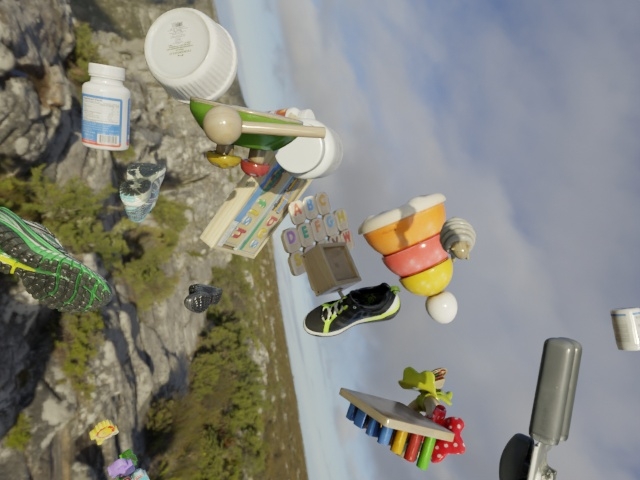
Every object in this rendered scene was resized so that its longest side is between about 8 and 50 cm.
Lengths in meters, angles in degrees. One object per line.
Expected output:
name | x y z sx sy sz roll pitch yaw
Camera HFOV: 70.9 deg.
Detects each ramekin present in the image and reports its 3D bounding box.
ramekin | -0.308 -0.432 1.048 0.109 0.207 0.207 14 64 -77

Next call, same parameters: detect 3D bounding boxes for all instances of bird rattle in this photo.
bird rattle | 0.253 0.448 1.092 0.207 0.143 0.254 -55 -167 21

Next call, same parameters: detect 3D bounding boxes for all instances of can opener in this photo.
can opener | 0.353 0.295 0.743 0.095 0.075 0.284 9 -91 47

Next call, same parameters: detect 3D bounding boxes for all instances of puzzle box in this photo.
puzzle box | -0.141 -0.134 1.278 0.052 0.409 0.272 38 4 18

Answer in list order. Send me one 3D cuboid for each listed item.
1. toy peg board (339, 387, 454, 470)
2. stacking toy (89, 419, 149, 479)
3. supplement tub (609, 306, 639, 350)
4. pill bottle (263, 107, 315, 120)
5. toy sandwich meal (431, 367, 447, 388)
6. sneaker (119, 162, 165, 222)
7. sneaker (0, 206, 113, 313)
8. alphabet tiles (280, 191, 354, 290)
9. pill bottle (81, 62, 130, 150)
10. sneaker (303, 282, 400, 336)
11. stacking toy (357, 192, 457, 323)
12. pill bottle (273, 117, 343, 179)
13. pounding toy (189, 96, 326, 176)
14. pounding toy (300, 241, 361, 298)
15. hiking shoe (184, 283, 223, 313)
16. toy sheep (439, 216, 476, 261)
toy peg board | 0.128 0.353 0.837 0.161 0.160 0.079 4 -107 63
stacking toy | -0.406 0.499 0.965 0.167 0.052 0.221 45 -25 36
supplement tub | 0.817 0.233 1.194 0.071 0.070 0.107 119 -34 -81
pill bottle | -0.132 -0.412 1.621 0.121 0.216 0.121 -1 90 -66
toy sandwich meal | 0.335 0.401 1.300 0.086 0.085 0.029 85 -16 -47
sneaker | -0.564 -0.157 1.425 0.283 0.110 0.122 -93 -170 -58
sneaker | -0.628 0.036 1.037 0.343 0.134 0.146 43 16 -22
alphabet tiles | 0.000 0.000 1.373 0.021 0.284 0.278 -6 -78 45
pill bottle | -0.596 -0.370 1.253 0.124 0.124 0.222 -119 -144 -72
sneaker | 0.064 0.141 1.003 0.097 0.234 0.084 64 11 -45
stacking toy | 0.374 0.089 1.692 0.350 0.350 0.480 157 -89 -84
pill bottle | -0.027 -0.203 1.004 0.229 0.131 0.131 -42 122 -77
pounding toy | -0.116 -0.151 0.710 0.237 0.182 0.110 -137 -123 -62
pounding toy | 0.030 0.084 1.138 0.141 0.100 0.130 -4 66 -51
hiking shoe | -0.482 0.222 1.764 0.227 0.114 0.086 -4 112 -73
toy sheep | 0.318 -0.008 1.048 0.132 0.091 0.091 -90 175 -48
